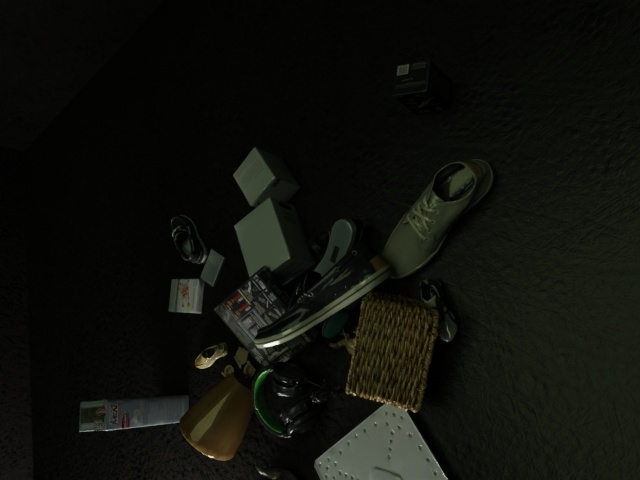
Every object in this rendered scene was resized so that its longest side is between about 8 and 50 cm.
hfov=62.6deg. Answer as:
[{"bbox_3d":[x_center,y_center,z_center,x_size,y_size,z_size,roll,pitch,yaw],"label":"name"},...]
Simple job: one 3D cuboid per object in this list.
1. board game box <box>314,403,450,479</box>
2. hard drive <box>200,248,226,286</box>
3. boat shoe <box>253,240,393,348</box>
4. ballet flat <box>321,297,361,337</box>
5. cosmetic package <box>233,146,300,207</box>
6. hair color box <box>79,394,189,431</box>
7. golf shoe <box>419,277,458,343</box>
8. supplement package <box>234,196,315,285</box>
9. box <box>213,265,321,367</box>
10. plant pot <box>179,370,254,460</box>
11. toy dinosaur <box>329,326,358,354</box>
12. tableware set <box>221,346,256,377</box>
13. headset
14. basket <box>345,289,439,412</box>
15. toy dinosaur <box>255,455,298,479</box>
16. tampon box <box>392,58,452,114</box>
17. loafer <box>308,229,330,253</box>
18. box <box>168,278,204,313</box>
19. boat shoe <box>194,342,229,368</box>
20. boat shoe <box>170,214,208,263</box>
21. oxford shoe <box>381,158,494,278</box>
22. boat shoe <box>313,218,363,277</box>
[{"bbox_3d":[0.202,0.730,1.546,0.390,0.050,0.390,-46,56,22],"label":"board game box"},{"bbox_3d":[-0.449,0.114,2.210,0.094,0.022,0.135,28,98,38],"label":"hard drive"},{"bbox_3d":[-0.014,0.175,1.645,0.500,0.187,0.156,-35,84,15],"label":"boat shoe"},{"bbox_3d":[0.069,0.221,1.754,0.221,0.077,0.079,-58,34,8],"label":"ballet flat"},{"bbox_3d":[-0.205,-0.226,2.006,0.151,0.151,0.184,-47,56,22],"label":"cosmetic package"},{"bbox_3d":[-0.726,0.678,2.081,0.185,0.374,0.114,-16,71,35],"label":"hair color box"},{"bbox_3d":[0.333,0.204,1.528,0.077,0.094,0.198,-31,64,28],"label":"golf shoe"},{"bbox_3d":[-0.172,0.014,1.934,0.204,0.145,0.262,-35,61,28],"label":"supplement package"},{"bbox_3d":[-0.187,0.280,1.840,0.242,0.076,0.307,-41,90,26],"label":"box"},{"bbox_3d":[-0.337,0.610,1.902,0.237,0.237,0.254,38,95,37],"label":"plant pot"},{"bbox_3d":[0.116,0.332,1.711,0.183,0.053,0.093,7,102,34],"label":"toy dinosaur"},{"bbox_3d":[-0.308,0.503,2.018,0.141,0.020,0.169,41,107,37],"label":"tableware set"},{"bbox_3d":[-0.094,0.516,1.717,0.394,0.185,0.243,-22,80,36],"label":"headset"},{"bbox_3d":[0.219,0.313,1.537,0.223,0.213,0.299,10,93,14],"label":"basket"},{"bbox_3d":[-0.110,0.846,1.748,0.160,0.121,0.313,-40,53,11],"label":"toy dinosaur"},{"bbox_3d":[0.318,-0.474,1.639,0.120,0.161,0.102,2,82,37],"label":"tampon box"},{"bbox_3d":[0.000,0.000,1.801,0.062,0.170,0.061,42,103,-8],"label":"loafer"},{"bbox_3d":[-0.580,0.240,2.277,0.186,0.038,0.145,-3,79,37],"label":"box"},{"bbox_3d":[-0.451,0.456,2.106,0.190,0.072,0.068,-37,60,27],"label":"boat shoe"},{"bbox_3d":[-0.595,-0.017,2.308,0.302,0.091,0.114,44,108,35],"label":"boat shoe"},{"bbox_3d":[0.324,-0.069,1.572,0.449,0.130,0.169,-50,57,21],"label":"oxford shoe"},{"bbox_3d":[0.062,0.066,1.762,0.113,0.105,0.306,27,111,33],"label":"boat shoe"}]
